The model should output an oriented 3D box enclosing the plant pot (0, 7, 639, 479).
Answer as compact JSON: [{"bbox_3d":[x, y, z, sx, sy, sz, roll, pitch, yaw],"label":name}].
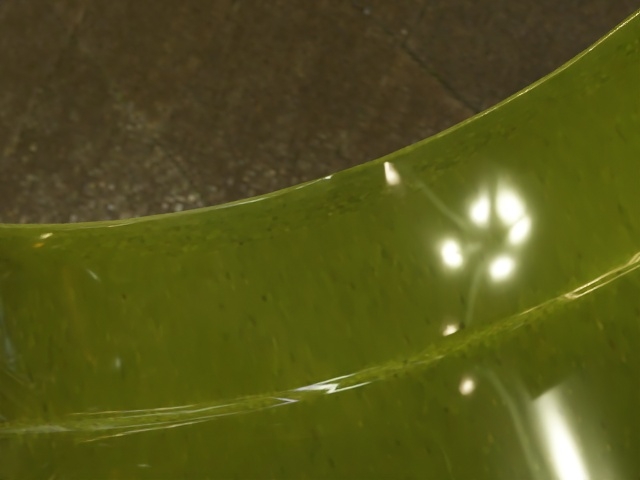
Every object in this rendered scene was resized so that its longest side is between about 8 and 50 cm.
[{"bbox_3d":[0.000,0.000,0.147,0.366,0.366,0.353,-45,41,29],"label":"plant pot"}]
